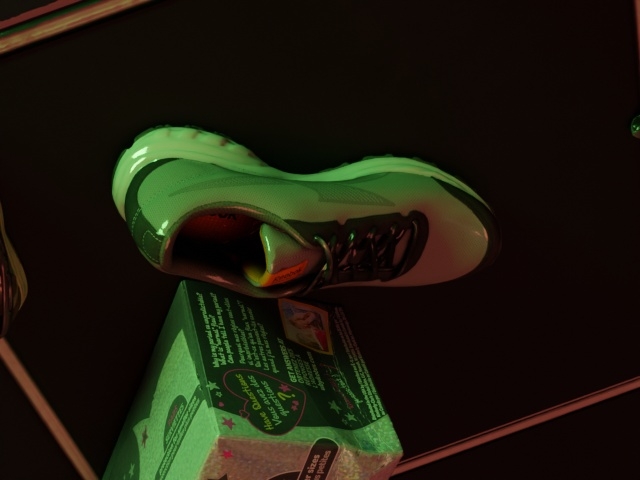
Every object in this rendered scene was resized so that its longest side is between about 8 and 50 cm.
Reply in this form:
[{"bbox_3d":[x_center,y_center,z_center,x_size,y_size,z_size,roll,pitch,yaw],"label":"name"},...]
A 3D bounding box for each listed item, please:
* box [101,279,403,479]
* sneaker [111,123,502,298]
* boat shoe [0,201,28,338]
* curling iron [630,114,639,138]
[{"bbox_3d":[-0.069,0.181,0.764,0.142,0.163,0.247,10,122,-24],"label":"box"},{"bbox_3d":[0.000,0.000,0.685,0.271,0.108,0.100,6,122,-21],"label":"sneaker"},{"bbox_3d":[-0.227,0.000,0.658,0.056,0.049,0.152,-19,128,0],"label":"boat shoe"},{"bbox_3d":[0.342,-0.036,0.795,0.274,0.035,0.068,22,117,-28],"label":"curling iron"}]
